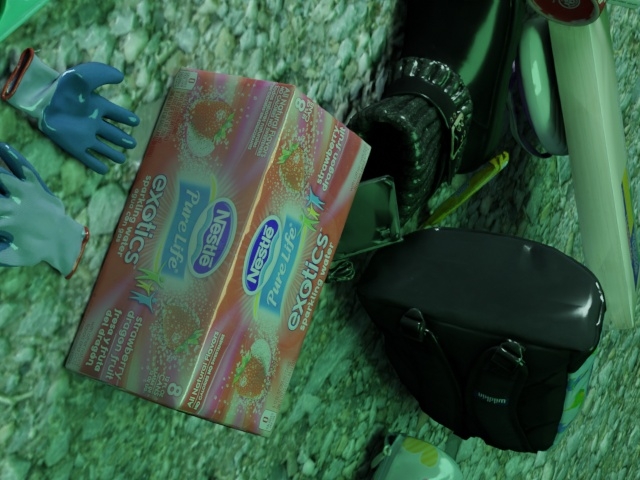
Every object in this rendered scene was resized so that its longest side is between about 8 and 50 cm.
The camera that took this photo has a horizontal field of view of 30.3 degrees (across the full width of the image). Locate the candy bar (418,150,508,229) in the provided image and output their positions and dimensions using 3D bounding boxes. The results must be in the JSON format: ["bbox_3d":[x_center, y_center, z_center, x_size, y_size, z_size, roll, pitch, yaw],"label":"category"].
[{"bbox_3d":[0.181,-0.060,1.482,0.040,0.018,0.161,-35,174,-47],"label":"candy bar"}]

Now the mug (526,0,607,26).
[{"bbox_3d":[0.312,-0.330,1.359,0.150,0.113,0.169,49,61,-51],"label":"mug"}]

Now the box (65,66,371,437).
[{"bbox_3d":[-0.089,0.010,1.087,0.154,0.142,0.299,33,75,-54],"label":"box"}]

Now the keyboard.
[{"bbox_3d":[0.000,0.000,1.245,0.180,0.023,0.108,-16,114,-14],"label":"keyboard"}]

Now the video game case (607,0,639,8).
[{"bbox_3d":[0.343,-0.392,1.572,0.022,0.190,0.173,-41,162,31],"label":"video game case"}]

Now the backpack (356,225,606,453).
[{"bbox_3d":[0.220,0.132,1.479,0.355,0.290,0.273,79,32,-45],"label":"backpack"}]

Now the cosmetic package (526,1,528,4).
[{"bbox_3d":[0.201,-0.403,1.381,0.107,0.127,0.238,-49,140,-38],"label":"cosmetic package"}]

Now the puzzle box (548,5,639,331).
[{"bbox_3d":[0.372,-0.113,1.573,0.272,0.052,0.408,-44,125,-67],"label":"puzzle box"}]

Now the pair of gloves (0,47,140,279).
[{"bbox_3d":[-0.223,-0.065,0.972,0.159,0.023,0.198,37,72,-56],"label":"pair of gloves"}]

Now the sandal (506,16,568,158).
[{"bbox_3d":[0.296,-0.186,1.617,0.416,0.102,0.169,17,68,-69],"label":"sandal"}]

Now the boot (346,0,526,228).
[{"bbox_3d":[0.115,-0.189,1.326,0.260,0.131,0.347,-31,127,-47],"label":"boot"}]

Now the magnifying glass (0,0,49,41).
[{"bbox_3d":[-0.225,-0.200,0.917,0.231,0.026,0.092,-26,122,-50],"label":"magnifying glass"}]

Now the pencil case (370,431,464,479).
[{"bbox_3d":[0.080,0.381,1.501,0.124,0.114,0.273,50,60,-41],"label":"pencil case"}]
